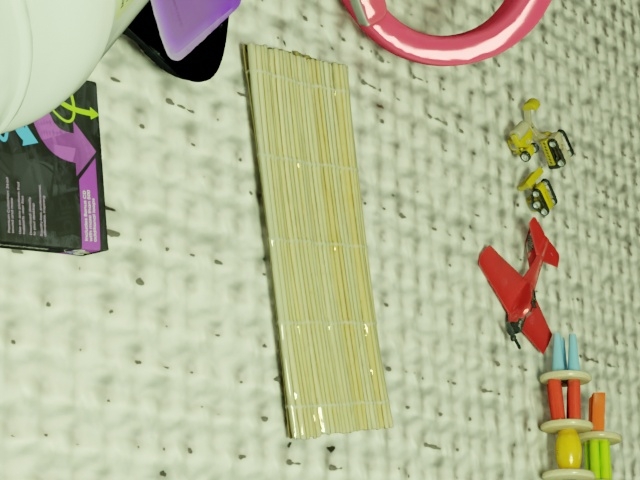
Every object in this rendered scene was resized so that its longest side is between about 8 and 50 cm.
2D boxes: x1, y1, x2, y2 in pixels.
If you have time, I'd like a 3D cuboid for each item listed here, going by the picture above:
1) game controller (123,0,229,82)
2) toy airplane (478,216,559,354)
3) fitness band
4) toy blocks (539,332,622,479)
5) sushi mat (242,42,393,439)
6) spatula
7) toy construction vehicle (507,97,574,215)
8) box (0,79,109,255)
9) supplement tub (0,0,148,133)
[{"bbox_3d":[-0.104,-0.277,1.161,0.166,0.067,0.319,33,55,-49],"label":"game controller"},{"bbox_3d":[0.208,0.042,1.599,0.151,0.028,0.151,22,63,-52],"label":"toy airplane"},{"bbox_3d":[0.096,-0.292,1.379,0.209,0.054,0.291,-23,107,-15],"label":"fitness band"},{"bbox_3d":[0.266,0.175,1.629,0.123,0.054,0.148,25,60,-52],"label":"toy blocks"},{"bbox_3d":[0.000,0.000,1.293,0.151,0.019,0.316,0,81,-57],"label":"sushi mat"},{"bbox_3d":[-0.060,-0.234,1.165,0.296,0.030,0.084,-66,148,-52],"label":"spatula"},{"bbox_3d":[0.222,-0.087,1.659,0.086,0.035,0.098,-49,120,-38],"label":"toy construction vehicle"},{"bbox_3d":[-0.196,-0.053,0.989,0.162,0.029,0.116,6,77,-56],"label":"box"},{"bbox_3d":[-0.184,-0.203,0.857,0.235,0.235,0.325,61,37,-28],"label":"supplement tub"}]
